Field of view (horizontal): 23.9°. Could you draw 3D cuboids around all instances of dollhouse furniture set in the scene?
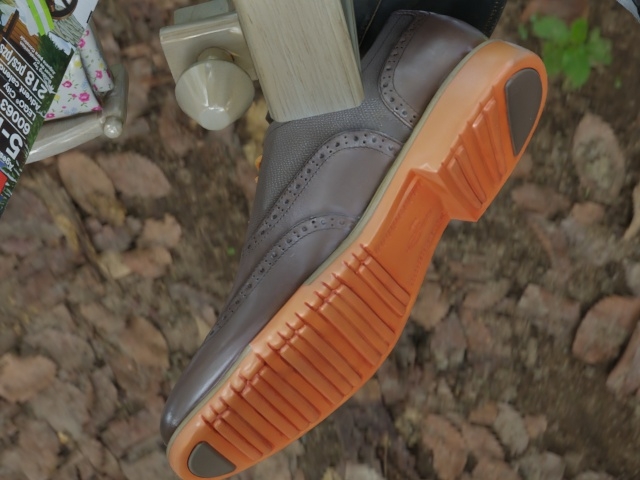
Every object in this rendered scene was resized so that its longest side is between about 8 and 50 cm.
[{"bbox_3d":[-0.171,-0.138,0.726,0.355,0.303,0.174,-11,43,6],"label":"dollhouse furniture set"}]

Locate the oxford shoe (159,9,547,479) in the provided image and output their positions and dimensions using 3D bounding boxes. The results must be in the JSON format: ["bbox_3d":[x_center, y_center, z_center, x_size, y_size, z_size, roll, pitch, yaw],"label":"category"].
[{"bbox_3d":[0.000,0.000,1.023,0.132,0.130,0.364,33,77,29],"label":"oxford shoe"}]

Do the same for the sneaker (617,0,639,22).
[{"bbox_3d":[0.174,-0.168,0.694,0.121,0.111,0.300,-30,61,-4],"label":"sneaker"}]

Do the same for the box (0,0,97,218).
[{"bbox_3d":[-0.184,-0.120,0.558,0.044,0.233,0.159,-8,50,32],"label":"box"}]

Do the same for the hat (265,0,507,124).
[{"bbox_3d":[0.081,-0.210,1.134,0.134,0.331,0.331,27,69,-7],"label":"hat"}]
